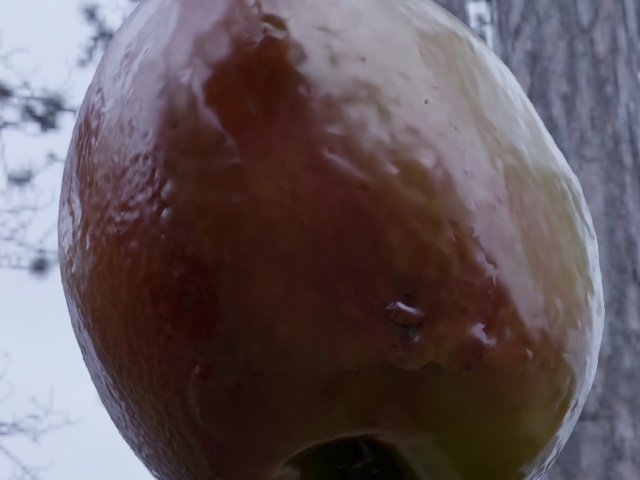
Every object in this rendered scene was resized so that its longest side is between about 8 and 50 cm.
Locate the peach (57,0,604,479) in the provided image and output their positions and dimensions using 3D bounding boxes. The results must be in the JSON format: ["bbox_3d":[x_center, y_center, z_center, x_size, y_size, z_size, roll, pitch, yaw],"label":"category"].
[{"bbox_3d":[-0.002,0.002,0.851,0.290,0.373,0.372,-35,-38,20],"label":"peach"}]
